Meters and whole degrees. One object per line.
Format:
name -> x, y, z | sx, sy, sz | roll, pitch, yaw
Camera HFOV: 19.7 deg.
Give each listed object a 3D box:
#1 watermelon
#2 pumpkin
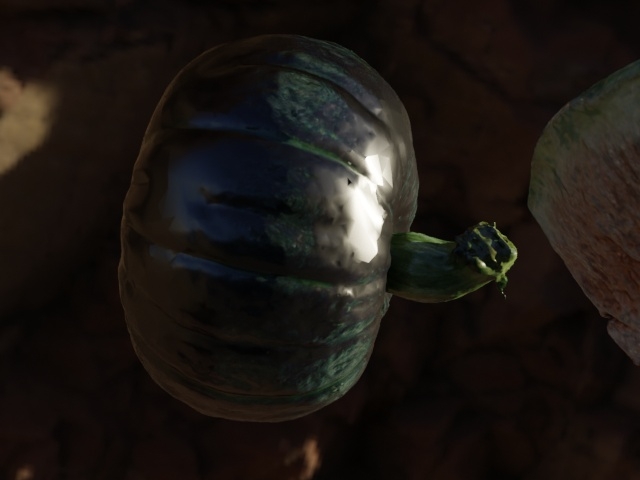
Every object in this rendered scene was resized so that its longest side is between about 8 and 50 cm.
watermelon -> 0.124, -0.013, 0.691 | 0.180, 0.081, 0.094 | 53, 11, -49
pumpkin -> 0.000, 0.000, 1.161 | 0.248, 0.248, 0.248 | 13, 25, -6
